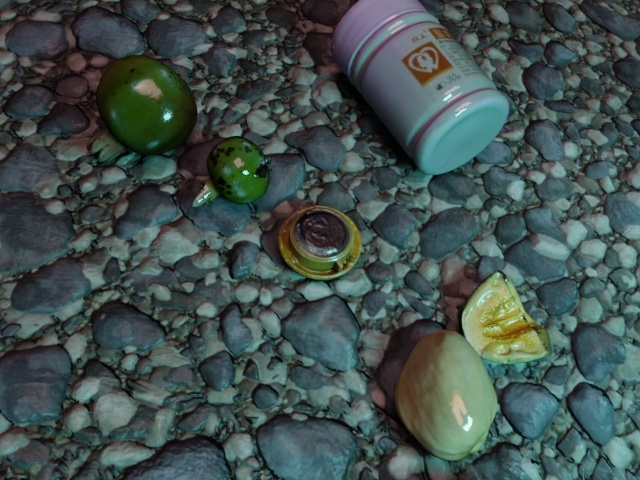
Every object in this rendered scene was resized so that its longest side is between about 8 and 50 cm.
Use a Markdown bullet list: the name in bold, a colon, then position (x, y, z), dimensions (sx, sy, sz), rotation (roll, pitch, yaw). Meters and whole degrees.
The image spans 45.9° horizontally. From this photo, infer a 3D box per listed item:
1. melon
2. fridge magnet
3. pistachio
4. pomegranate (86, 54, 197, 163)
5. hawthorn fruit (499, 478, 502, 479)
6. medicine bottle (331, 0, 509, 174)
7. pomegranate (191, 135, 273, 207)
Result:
- **melon**: position (0.292, 0.141, 1.230), dimensions (0.128, 0.079, 0.160), rotation (-24, 64, -2)
- **fridge magnet**: position (0.000, 0.000, 1.274), dimensions (0.143, 0.063, 0.143), rotation (4, 61, -7)
- **pistachio**: position (0.184, 0.226, 1.127), dimensions (0.145, 0.117, 0.200), rotation (-4, 57, -6)
- **pomegranate**: position (-0.319, -0.216, 1.311), dimensions (0.209, 0.180, 0.180), rotation (-41, 69, 3)
- **hawthorn fruit**: position (0.245, 0.428, 0.975), dimensions (0.196, 0.196, 0.226), rotation (-9, 76, -15)
- **medicine bottle**: position (0.181, -0.300, 1.414), dimensions (0.202, 0.202, 0.316), rotation (-24, 65, -22)
- **pomegranate**: position (-0.156, -0.109, 1.298), dimensions (0.161, 0.122, 0.122), rotation (-34, 66, 3)
